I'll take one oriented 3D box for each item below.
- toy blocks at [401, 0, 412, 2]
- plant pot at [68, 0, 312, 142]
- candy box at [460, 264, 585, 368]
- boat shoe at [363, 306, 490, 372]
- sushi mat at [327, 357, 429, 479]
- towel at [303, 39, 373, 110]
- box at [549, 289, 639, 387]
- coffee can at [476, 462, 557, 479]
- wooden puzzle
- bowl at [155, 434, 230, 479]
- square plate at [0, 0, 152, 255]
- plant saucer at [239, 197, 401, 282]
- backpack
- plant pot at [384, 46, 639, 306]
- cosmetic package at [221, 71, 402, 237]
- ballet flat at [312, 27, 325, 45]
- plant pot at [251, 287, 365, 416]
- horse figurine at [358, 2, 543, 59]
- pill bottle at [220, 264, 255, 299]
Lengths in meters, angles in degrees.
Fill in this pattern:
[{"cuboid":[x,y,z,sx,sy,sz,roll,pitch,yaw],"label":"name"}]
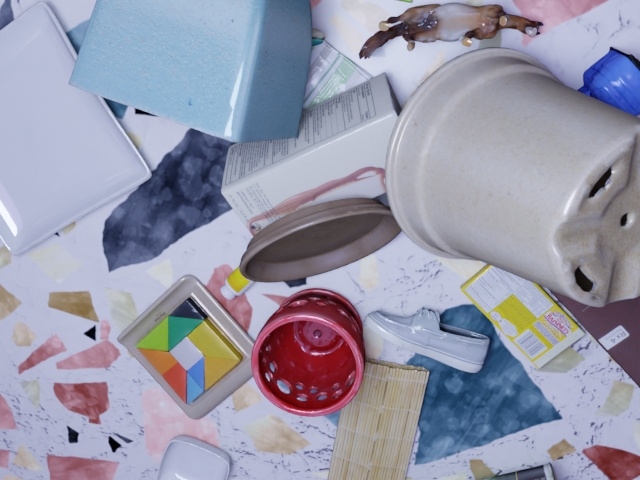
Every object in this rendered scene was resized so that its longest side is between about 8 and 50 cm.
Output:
[{"cuboid":[0.095,-0.443,0.889,0.382,0.261,0.190,12,108,6],"label":"toy blocks"},{"cuboid":[-0.143,-0.293,0.881,0.248,0.247,0.252,21,105,12],"label":"plant pot"},{"cuboid":[0.354,0.122,1.136,0.105,0.027,0.206,-43,96,16],"label":"candy box"},{"cuboid":[0.193,0.160,1.156,0.228,0.079,0.081,21,100,-2],"label":"boat shoe"},{"cuboid":[0.107,0.375,1.258,0.151,0.019,0.316,11,108,5],"label":"sushi mat"},{"cuboid":[0.003,-0.266,1.083,0.152,0.023,0.113,38,108,-3],"label":"towel"},{"cuboid":[0.530,0.110,1.046,0.381,0.143,0.191,45,107,-7],"label":"box"},{"cuboid":[0.315,0.537,1.176,0.275,0.201,0.201,-20,102,14],"label":"coffee can"},{"cuboid":[-0.251,0.216,1.259,0.221,0.044,0.238,-41,96,18],"label":"wooden puzzle"},{"cuboid":[-0.257,0.469,1.331,0.142,0.053,0.142,22,110,3],"label":"bowl"},{"cuboid":[-0.526,-0.192,1.182,0.344,0.049,0.347,-27,100,17],"label":"square plate"},{"cuboid":[0.000,0.000,1.054,0.278,0.278,0.041,-22,72,15],"label":"plant saucer"},{"cuboid":[0.445,-0.222,0.969,0.098,0.120,0.101,41,109,-5],"label":"backpack"},{"cuboid":[0.305,-0.074,0.871,0.334,0.305,0.333,-9,114,-21],"label":"plant pot"},{"cuboid":[0.002,-0.129,1.044,0.296,0.153,0.129,-22,124,17],"label":"cosmetic package"},{"cuboid":[-0.074,-0.333,1.049,0.168,0.057,0.052,-4,93,22],"label":"ballet flat"},{"cuboid":[-0.010,0.185,1.140,0.191,0.174,0.191,3,107,10],"label":"plant pot"},{"cuboid":[0.192,-0.322,0.977,0.263,0.174,0.066,3,116,23],"label":"horse figurine"},{"cuboid":[-0.147,0.073,1.199,0.043,0.043,0.083,45,108,-5],"label":"pill bottle"}]
